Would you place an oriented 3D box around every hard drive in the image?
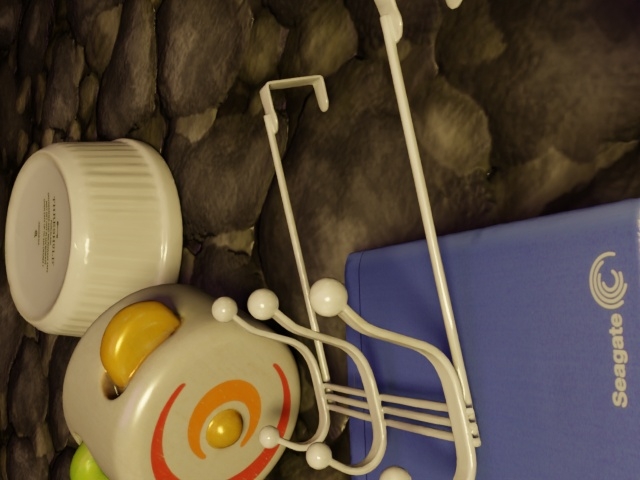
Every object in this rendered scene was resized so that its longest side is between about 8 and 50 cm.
[{"bbox_3d":[0.100,0.099,0.456,0.319,0.040,0.210,165,104,-67],"label":"hard drive"}]

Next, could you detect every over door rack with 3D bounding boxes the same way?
[{"bbox_3d":[0.000,0.000,0.507,0.239,0.108,0.324,163,106,-66],"label":"over door rack"}]

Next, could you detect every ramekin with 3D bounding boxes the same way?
[{"bbox_3d":[-0.298,-0.002,0.909,0.273,0.127,0.272,-4,85,48],"label":"ramekin"}]

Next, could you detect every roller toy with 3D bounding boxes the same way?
[{"bbox_3d":[-0.120,0.144,0.659,0.146,0.191,0.209,21,108,46],"label":"roller toy"}]
